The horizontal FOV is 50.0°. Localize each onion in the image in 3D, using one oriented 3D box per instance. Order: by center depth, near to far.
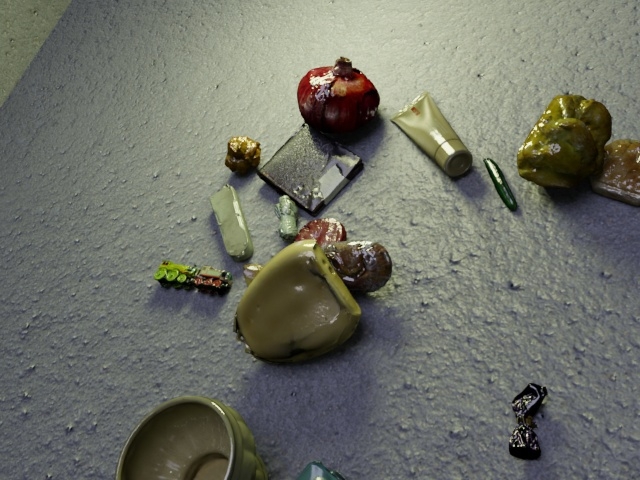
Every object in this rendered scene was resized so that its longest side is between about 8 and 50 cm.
[{"bbox_3d":[0.049,-0.424,1.984,0.252,0.219,0.252,7,44,-6],"label":"onion"}]

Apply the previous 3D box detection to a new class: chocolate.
[{"bbox_3d":[0.412,0.358,1.362,0.072,0.070,0.147,-6,43,35],"label":"chocolate"}]

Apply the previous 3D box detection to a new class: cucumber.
[{"bbox_3d":[0.451,-0.147,1.722,0.033,0.036,0.184,-15,52,3],"label":"cucumber"}]

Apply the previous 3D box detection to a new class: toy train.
[{"bbox_3d":[-0.354,0.103,1.915,0.249,0.053,0.085,6,53,29],"label":"toy train"}]

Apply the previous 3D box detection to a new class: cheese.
[{"bbox_3d":[-0.072,0.171,1.632,0.315,0.128,0.260,-37,74,17],"label":"cheese"}]

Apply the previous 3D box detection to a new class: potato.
[{"bbox_3d":[-0.153,0.102,1.786,0.066,0.103,0.096,-21,51,15],"label":"potato"}]

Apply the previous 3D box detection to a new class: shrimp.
[{"bbox_3d":[0.025,0.078,1.710,0.343,0.145,0.116,-6,13,33],"label":"shrimp"}]

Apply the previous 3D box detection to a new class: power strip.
[{"bbox_3d":[-0.254,-0.047,1.980,0.080,0.048,0.286,-29,49,6],"label":"power strip"}]

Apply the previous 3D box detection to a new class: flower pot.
[{"bbox_3d":[-0.248,0.502,1.445,0.307,0.244,0.308,-13,54,18],"label":"flower pot"}]

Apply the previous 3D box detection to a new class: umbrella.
[{"bbox_3d":[-0.094,-0.063,1.907,0.067,0.062,0.144,1,60,-17],"label":"umbrella"}]

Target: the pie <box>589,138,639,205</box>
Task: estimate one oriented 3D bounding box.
[{"bbox_3d":[0.731,-0.166,1.595,0.195,0.046,0.195,-13,53,18],"label":"pie"}]

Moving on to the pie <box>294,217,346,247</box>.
[{"bbox_3d":[0.000,0.000,1.830,0.154,0.036,0.155,-13,51,17],"label":"pie"}]

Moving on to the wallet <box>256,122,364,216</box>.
[{"bbox_3d":[-0.035,-0.210,1.986,0.221,0.071,0.262,-45,56,-11],"label":"wallet"}]

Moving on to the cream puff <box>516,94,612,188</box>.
[{"bbox_3d":[0.560,-0.223,1.593,0.196,0.244,0.244,17,65,34],"label":"cream puff"}]

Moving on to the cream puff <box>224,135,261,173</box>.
[{"bbox_3d":[-0.239,-0.258,2.087,0.122,0.116,0.094,-24,35,27],"label":"cream puff"}]

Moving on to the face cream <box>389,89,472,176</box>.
[{"bbox_3d":[0.305,-0.297,1.883,0.137,0.084,0.341,-36,41,10],"label":"face cream"}]

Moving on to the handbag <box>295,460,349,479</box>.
[{"bbox_3d":[-0.002,0.607,1.341,0.274,0.100,0.268,-46,51,-12],"label":"handbag"}]
